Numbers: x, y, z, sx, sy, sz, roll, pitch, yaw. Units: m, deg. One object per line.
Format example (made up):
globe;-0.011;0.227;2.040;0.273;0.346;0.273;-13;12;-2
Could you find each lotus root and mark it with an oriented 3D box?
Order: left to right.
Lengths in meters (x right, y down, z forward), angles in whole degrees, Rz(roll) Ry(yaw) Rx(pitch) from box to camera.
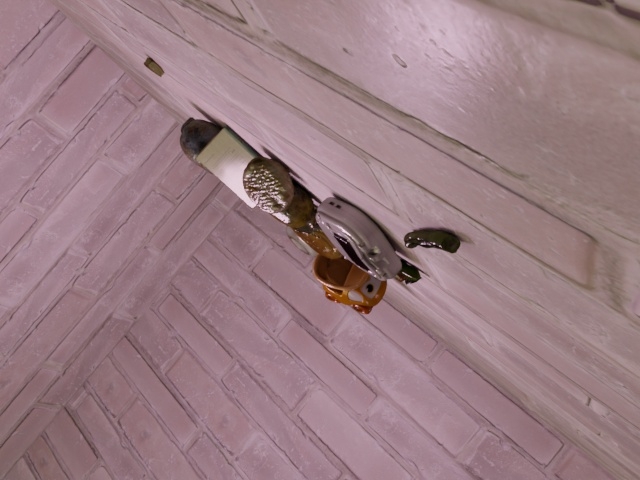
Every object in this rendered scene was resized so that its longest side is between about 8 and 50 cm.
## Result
lotus root;-0.394;-0.336;2.172;0.349;0.175;0.175;33;175;11
lotus root;-0.092;-0.117;1.972;0.278;0.154;0.154;34;176;3

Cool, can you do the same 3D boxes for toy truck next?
toy truck;0.123;0.152;2.316;0.287;0.204;0.212;17;156;20

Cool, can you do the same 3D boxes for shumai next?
shumai;-0.156;-0.193;1.856;0.201;0.120;0.201;17;127;24

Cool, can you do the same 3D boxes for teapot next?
teapot;-0.002;0.007;2.501;0.318;0.149;0.220;41;170;-6

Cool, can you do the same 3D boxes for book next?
book;-0.291;-0.258;2.063;0.282;0.025;0.214;44;132;-15

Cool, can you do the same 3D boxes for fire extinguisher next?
fire extinguisher;0.228;0.080;1.791;0.177;0.050;0.062;40;-142;5

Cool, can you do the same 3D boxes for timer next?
timer;0.101;-0.001;1.591;0.237;0.087;0.262;33;165;52

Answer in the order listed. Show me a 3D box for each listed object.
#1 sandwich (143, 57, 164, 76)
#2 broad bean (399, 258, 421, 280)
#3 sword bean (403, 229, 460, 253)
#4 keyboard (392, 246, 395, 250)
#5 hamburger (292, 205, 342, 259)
sandwich;-0.561;-0.583;1.911;0.083;0.031;0.044;37;180;9
broad bean;0.214;0.073;1.702;0.226;0.039;0.069;20;-159;39
sword bean;0.205;0.000;1.103;0.269;0.038;0.043;-171;56;-84
keyboard;0.145;-0.019;1.685;0.060;0.018;0.195;35;-179;-43
hamburger;0.003;-0.029;2.157;0.211;0.132;0.309;44;174;-27
